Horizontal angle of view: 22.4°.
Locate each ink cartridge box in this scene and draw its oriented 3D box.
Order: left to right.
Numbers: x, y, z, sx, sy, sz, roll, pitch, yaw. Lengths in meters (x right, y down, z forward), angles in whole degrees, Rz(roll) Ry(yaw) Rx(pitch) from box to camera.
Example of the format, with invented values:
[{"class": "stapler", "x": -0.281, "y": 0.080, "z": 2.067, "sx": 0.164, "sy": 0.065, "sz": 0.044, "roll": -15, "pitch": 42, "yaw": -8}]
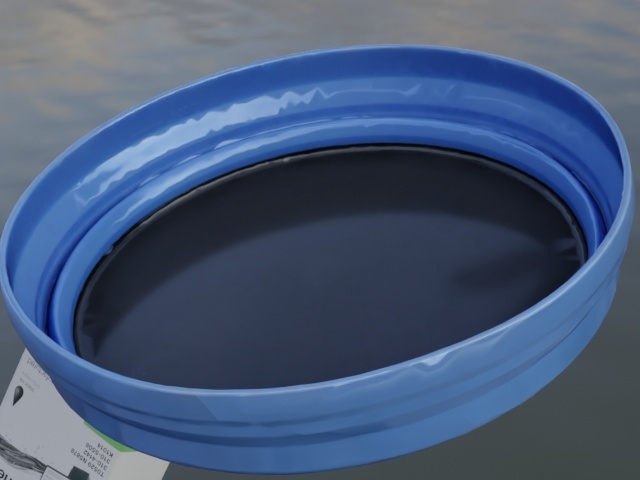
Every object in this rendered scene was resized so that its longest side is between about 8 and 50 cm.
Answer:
[{"class": "ink cartridge box", "x": -0.242, "y": 0.213, "z": 1.592, "sx": 0.160, "sy": 0.219, "sz": 0.092, "roll": 33, "pitch": 16, "yaw": 29}]

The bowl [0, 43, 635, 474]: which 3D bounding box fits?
[{"class": "bowl", "x": 0.000, "y": 0.000, "z": 1.009, "sx": 0.391, "sy": 0.077, "sz": 0.391, "roll": -8, "pitch": 33, "yaw": 5}]
